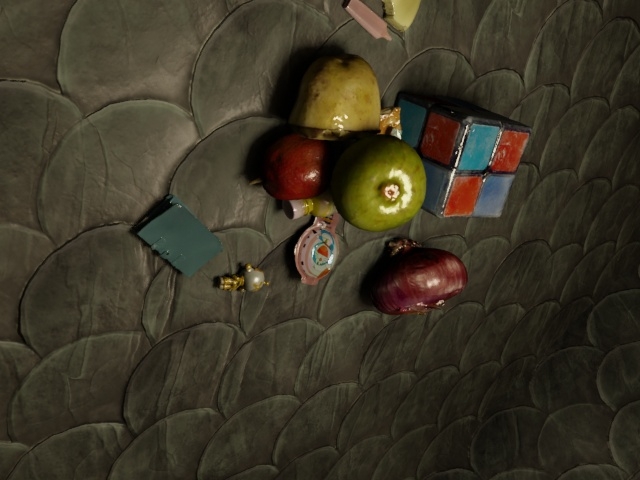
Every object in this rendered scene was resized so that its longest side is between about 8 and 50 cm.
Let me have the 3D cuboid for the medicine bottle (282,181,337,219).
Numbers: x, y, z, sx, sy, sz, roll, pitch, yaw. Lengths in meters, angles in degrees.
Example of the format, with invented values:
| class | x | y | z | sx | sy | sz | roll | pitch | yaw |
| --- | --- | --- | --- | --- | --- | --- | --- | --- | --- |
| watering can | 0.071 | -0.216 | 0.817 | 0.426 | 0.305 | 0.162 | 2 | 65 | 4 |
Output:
| class | x | y | z | sx | sy | sz | roll | pitch | yaw |
| --- | --- | --- | --- | --- | --- | --- | --- | --- | --- |
| medicine bottle | -0.006 | -0.125 | 1.872 | 0.212 | 0.122 | 0.122 | -23 | 127 | -28 |

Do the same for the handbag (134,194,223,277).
| class | x | y | z | sx | sy | sz | roll | pitch | yaw |
| --- | --- | --- | --- | --- | --- | --- | --- | --- | --- |
| handbag | -0.373 | -0.007 | 1.695 | 0.144 | 0.057 | 0.221 | -42 | 135 | -2 |

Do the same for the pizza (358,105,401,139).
| class | x | y | z | sx | sy | sz | roll | pitch | yaw |
| --- | --- | --- | --- | --- | --- | --- | --- | --- | --- |
| pizza | 0.179 | -0.347 | 1.920 | 0.182 | 0.063 | 0.161 | 29 | 120 | -36 |

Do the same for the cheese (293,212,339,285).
| class | x | y | z | sx | sy | sz | roll | pitch | yaw |
| --- | --- | --- | --- | --- | --- | --- | --- | --- | --- |
| cheese | 0.000 | 0.000 | 1.985 | 0.188 | 0.074 | 0.286 | 18 | 89 | -45 |

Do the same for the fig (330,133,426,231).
| class | x | y | z | sx | sy | sz | roll | pitch | yaw |
| --- | --- | --- | --- | --- | --- | --- | --- | --- | --- |
| fig | 0.152 | -0.168 | 1.729 | 0.257 | 0.326 | 0.258 | 0 | 111 | 0 |

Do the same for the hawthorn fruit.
| class | x | y | z | sx | sy | sz | roll | pitch | yaw |
| --- | --- | --- | --- | --- | --- | --- | --- | --- | --- |
| hawthorn fruit | -0.078 | -0.199 | 1.736 | 0.251 | 0.189 | 0.190 | -14 | 123 | -17 |

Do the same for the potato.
| class | x | y | z | sx | sy | sz | roll | pitch | yaw |
| --- | --- | --- | --- | --- | --- | --- | --- | --- | --- |
| potato | 0.047 | -0.387 | 1.712 | 0.285 | 0.242 | 0.243 | -4 | 117 | -28 |

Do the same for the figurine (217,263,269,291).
| class | x | y | z | sx | sy | sz | roll | pitch | yaw |
| --- | --- | --- | --- | --- | --- | --- | --- | --- | --- |
| figurine | -0.227 | 0.114 | 1.871 | 0.143 | 0.068 | 0.101 | 19 | 118 | -43 |

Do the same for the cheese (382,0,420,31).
| class | x | y | z | sx | sy | sz | roll | pitch | yaw |
| --- | --- | --- | --- | --- | --- | --- | --- | --- | --- |
| cheese | 0.256 | -0.726 | 1.789 | 0.127 | 0.050 | 0.256 | 22 | 98 | -43 |

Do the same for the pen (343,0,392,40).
| class | x | y | z | sx | sy | sz | roll | pitch | yaw |
| --- | --- | --- | --- | --- | --- | --- | --- | --- | --- |
| pen | 0.139 | -0.609 | 1.773 | 0.197 | 0.032 | 0.053 | 27 | 95 | -42 |

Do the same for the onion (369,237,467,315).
| class | x | y | z | sx | sy | sz | roll | pitch | yaw |
| --- | --- | --- | --- | --- | --- | --- | --- | --- | --- |
| onion | 0.324 | 0.114 | 2.191 | 0.347 | 0.347 | 0.286 | -18 | 83 | -31 |

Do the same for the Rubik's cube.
| class | x | y | z | sx | sy | sz | roll | pitch | yaw |
| --- | --- | --- | --- | --- | --- | --- | --- | --- | --- |
| Rubik's cube | 0.406 | -0.264 | 1.995 | 0.313 | 0.316 | 0.319 | -2 | 115 | -37 |

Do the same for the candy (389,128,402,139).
| class | x | y | z | sx | sy | sz | roll | pitch | yaw |
| --- | --- | --- | --- | --- | --- | --- | --- | --- | --- |
| candy | 0.151 | -0.227 | 1.941 | 0.086 | 0.059 | 0.292 | 29 | 117 | -32 |
